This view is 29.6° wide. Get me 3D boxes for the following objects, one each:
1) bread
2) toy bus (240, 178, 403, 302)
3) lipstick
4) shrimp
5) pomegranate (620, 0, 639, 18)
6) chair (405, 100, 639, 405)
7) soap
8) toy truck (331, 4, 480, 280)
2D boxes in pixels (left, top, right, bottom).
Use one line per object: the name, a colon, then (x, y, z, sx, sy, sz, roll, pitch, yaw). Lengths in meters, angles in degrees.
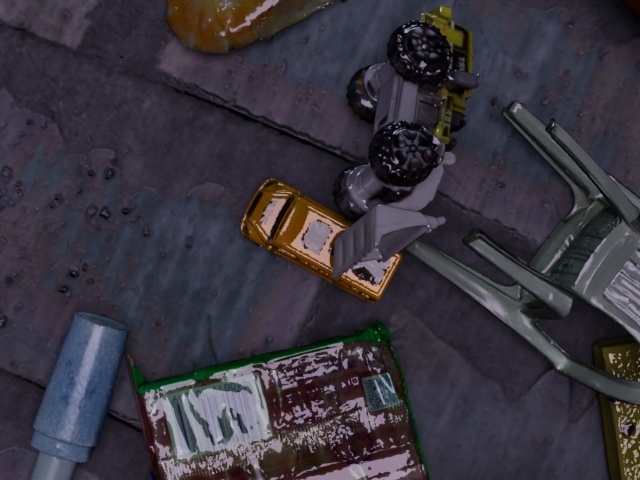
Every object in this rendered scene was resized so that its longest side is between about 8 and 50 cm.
bread: (0.340, 0.211, 1.252, 0.088, 0.049, 0.226, -9, 90, -4)
toy bus: (0.000, 0.000, 1.224, 0.162, 0.074, 0.069, 29, 89, -3)
lipstick: (-0.260, 0.210, 1.213, 0.068, 0.061, 0.274, 18, 92, -1)
shrimp: (-0.058, -0.266, 1.241, 0.217, 0.051, 0.115, -22, 88, -1)
pomegranate: (0.372, -0.299, 1.192, 0.209, 0.209, 0.209, 0, 89, -3)
chair: (0.263, 0.020, 1.182, 0.274, 0.190, 0.203, 36, 87, -14)
soap: (-0.043, 0.186, 1.206, 0.273, 0.098, 0.218, -14, 90, -4)
toy truck: (0.085, -0.093, 1.174, 0.111, 0.136, 0.286, 18, 65, -15)
